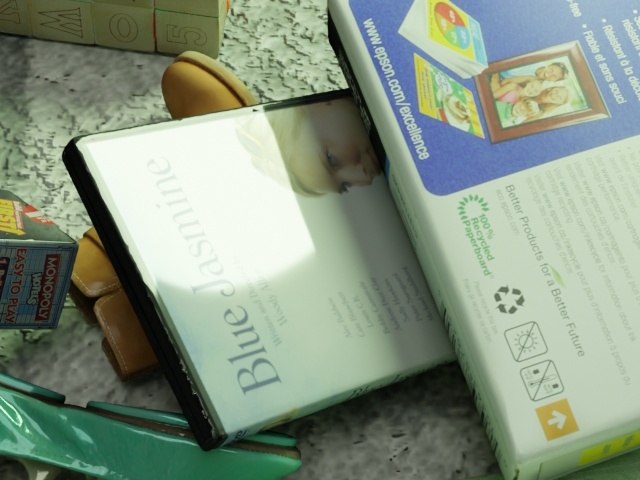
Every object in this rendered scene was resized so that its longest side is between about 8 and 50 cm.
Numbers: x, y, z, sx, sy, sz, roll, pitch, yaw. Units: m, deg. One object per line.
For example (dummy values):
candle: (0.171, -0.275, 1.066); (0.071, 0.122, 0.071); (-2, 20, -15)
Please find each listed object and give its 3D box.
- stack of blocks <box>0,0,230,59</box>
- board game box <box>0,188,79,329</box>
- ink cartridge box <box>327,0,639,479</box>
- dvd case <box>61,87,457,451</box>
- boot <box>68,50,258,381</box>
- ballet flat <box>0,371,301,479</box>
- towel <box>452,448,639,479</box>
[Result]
stack of blocks: (-0.202, -0.232, 0.942); (0.297, 0.087, 0.171); (8, 56, 0)
board game box: (-0.241, -0.011, 0.775); (0.194, 0.060, 0.194); (10, 25, -21)
ink cartridge box: (0.194, -0.052, 0.780); (0.307, 0.072, 0.304); (-17, 66, -7)
dvd case: (0.000, 0.000, 0.775); (0.253, 0.022, 0.180); (-15, 70, -38)
boot: (-0.093, -0.019, 0.824); (0.152, 0.073, 0.197); (-26, 60, -16)
ballet flat: (-0.136, 0.118, 0.735); (0.247, 0.083, 0.087); (13, 81, 4)
towel: (0.126, 0.207, 0.619); (0.247, 0.038, 0.325); (-9, 26, -9)
